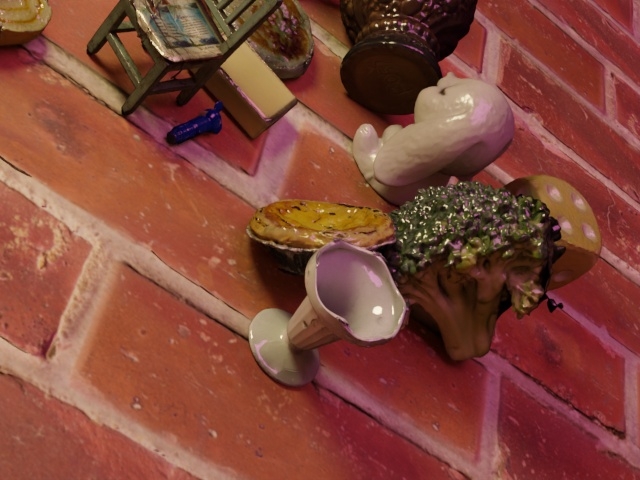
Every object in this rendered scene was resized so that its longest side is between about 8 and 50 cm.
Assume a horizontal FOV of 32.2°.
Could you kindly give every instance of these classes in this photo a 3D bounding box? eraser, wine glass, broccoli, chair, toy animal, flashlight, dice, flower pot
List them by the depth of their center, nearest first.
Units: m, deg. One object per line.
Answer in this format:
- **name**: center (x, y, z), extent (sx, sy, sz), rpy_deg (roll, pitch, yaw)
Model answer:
- **wine glass**: center (0.004, 0.113, 1.572), extent (0.165, 0.196, 0.165), rpy_deg (26, 42, -26)
- **chair**: center (-0.209, -0.321, 1.657), extent (0.147, 0.270, 0.136), rpy_deg (-17, 74, -51)
- **flashlight**: center (-0.197, -0.180, 1.745), extent (0.035, 0.057, 0.121), rpy_deg (26, 37, 28)
- **broccoli**: center (0.240, 0.059, 1.807), extent (0.348, 0.293, 0.281), rpy_deg (-29, 122, -33)
- **eraser**: center (-0.130, -0.263, 1.856), extent (0.172, 0.058, 0.117), rpy_deg (48, 39, -4)
- **toy animal**: center (0.228, -0.175, 1.972), extent (0.271, 0.265, 0.206), rpy_deg (-1, 63, -47)
- **dice**: center (0.410, -0.011, 2.092), extent (0.169, 0.169, 0.166), rpy_deg (16, 49, -36)
- **flower pot**: center (0.154, -0.396, 2.101), extent (0.266, 0.266, 0.267), rpy_deg (29, 55, -25)

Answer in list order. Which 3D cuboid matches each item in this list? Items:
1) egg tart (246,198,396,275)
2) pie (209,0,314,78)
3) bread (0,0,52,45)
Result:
- **egg tart**: center (0.000, 0.000, 1.694), extent (0.234, 0.234, 0.094), rpy_deg (-11, 111, -48)
- **pie**: center (-0.104, -0.392, 1.993), extent (0.240, 0.054, 0.240), rpy_deg (24, 47, -29)
- **bread**: center (-0.458, -0.333, 1.590), extent (0.156, 0.064, 0.117), rpy_deg (-13, 74, -50)
